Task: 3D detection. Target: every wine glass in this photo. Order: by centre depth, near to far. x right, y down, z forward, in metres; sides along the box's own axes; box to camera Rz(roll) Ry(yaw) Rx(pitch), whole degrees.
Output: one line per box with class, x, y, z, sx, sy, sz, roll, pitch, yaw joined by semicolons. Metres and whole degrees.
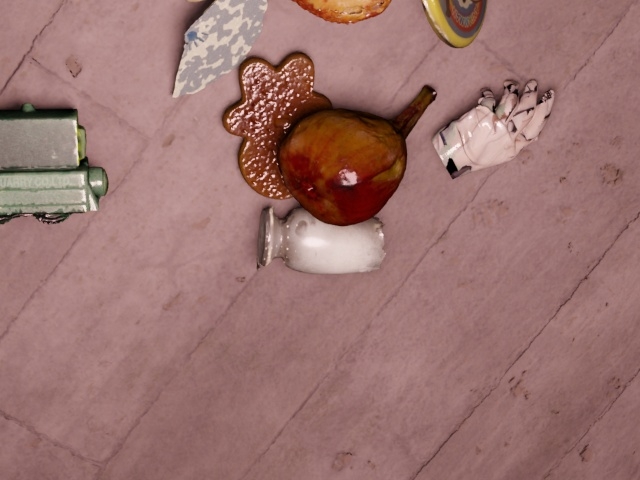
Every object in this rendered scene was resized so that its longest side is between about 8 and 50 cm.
wine glass;0.000;0.000;1.652;0.204;0.111;0.111;3;110;-9

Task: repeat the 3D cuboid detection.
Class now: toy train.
toy train;-0.484;-0.116;1.501;0.330;0.138;0.178;-3;106;-11

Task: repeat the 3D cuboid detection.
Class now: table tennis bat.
table tennis bat;0.191;-0.469;1.492;0.054;0.224;0.369;-1;104;33

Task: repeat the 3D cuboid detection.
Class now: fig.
fig;0.077;-0.152;1.557;0.290;0.190;0.190;-39;113;-3

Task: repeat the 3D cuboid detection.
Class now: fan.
fan;-0.151;-0.301;1.519;0.131;0.009;0.240;2;136;-43

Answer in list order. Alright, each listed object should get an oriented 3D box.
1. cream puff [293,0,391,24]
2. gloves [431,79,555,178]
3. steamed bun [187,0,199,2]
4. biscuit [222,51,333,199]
cream puff;0.026;-0.438;1.467;0.240;0.164;0.240;-12;124;-18
gloves;0.292;-0.182;1.649;0.212;0.111;0.127;-28;108;8
steamed bun;-0.276;-0.497;1.378;0.247;0.189;0.428;-22;114;5
biscuit;-0.066;-0.179;1.611;0.180;0.039;0.236;-7;112;-14
